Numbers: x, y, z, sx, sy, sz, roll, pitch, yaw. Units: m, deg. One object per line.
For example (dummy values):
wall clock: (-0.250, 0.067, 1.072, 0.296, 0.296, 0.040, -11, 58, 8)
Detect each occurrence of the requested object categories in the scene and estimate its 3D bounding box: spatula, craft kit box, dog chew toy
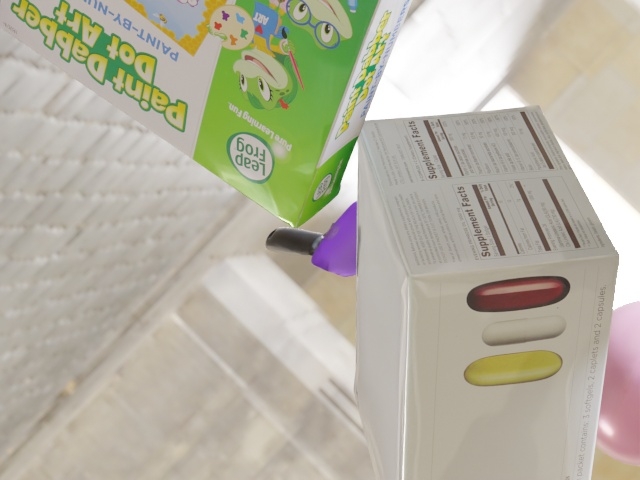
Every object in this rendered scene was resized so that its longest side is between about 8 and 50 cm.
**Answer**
spatula: (0.000, 0.000, 1.475, 0.084, 0.030, 0.296, -53, -165, -14)
craft kit box: (-0.067, -0.169, 0.878, 0.061, 0.250, 0.247, -42, 160, -43)
dog chew toy: (0.468, 0.206, 1.789, 0.206, 0.331, 0.207, -42, 146, -37)

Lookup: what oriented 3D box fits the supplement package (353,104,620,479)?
supplement package: (0.110, 0.067, 1.105, 0.204, 0.145, 0.262, -105, -169, -55)
